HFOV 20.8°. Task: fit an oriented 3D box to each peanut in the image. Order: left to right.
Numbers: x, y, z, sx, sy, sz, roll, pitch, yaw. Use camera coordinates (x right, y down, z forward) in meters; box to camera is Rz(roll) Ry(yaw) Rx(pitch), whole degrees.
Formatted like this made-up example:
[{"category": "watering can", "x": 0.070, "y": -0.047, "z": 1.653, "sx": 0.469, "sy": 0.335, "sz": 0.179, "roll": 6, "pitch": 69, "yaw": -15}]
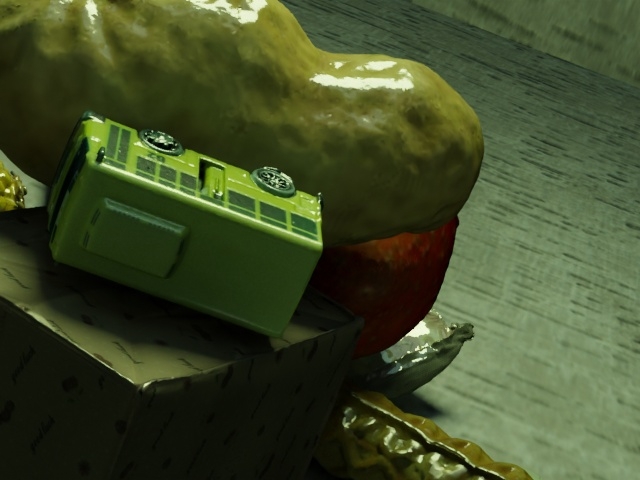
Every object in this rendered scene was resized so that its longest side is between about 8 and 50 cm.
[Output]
[{"category": "peanut", "x": -0.064, "y": -0.095, "z": 1.264, "sx": 0.387, "sy": 0.192, "sz": 0.169, "roll": 16, "pitch": 10, "yaw": -15}]

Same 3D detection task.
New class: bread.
[{"category": "bread", "x": 0.117, "y": 0.201, "z": 1.375, "sx": 0.367, "sy": 0.084, "sz": 0.077, "roll": 26, "pitch": -26, "yaw": 25}]

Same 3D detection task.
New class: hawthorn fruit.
[{"category": "hawthorn fruit", "x": 0.000, "y": 0.000, "z": 1.506, "sx": 0.254, "sy": 0.254, "sz": 0.300, "roll": 32, "pitch": 8, "yaw": 34}]

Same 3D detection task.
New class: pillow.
[{"category": "pillow", "x": 0.013, "y": 0.050, "z": 1.631, "sx": 0.169, "sy": 0.059, "sz": 0.255, "roll": -26, "pitch": 59, "yaw": -26}]

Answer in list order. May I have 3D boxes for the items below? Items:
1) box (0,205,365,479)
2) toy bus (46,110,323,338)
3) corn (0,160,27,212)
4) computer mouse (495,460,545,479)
[{"category": "box", "x": -0.153, "y": 0.102, "z": 1.204, "sx": 0.225, "sy": 0.190, "sz": 0.297, "roll": 29, "pitch": 20, "yaw": 23}, {"category": "toy bus", "x": -0.090, "y": -0.010, "z": 1.148, "sx": 0.175, "sy": 0.088, "sz": 0.101, "roll": 20, "pitch": 25, "yaw": -13}, {"category": "corn", "x": -0.407, "y": -0.050, "z": 1.513, "sx": 0.305, "sy": 0.106, "sz": 0.106, "roll": 10, "pitch": 20, "yaw": -26}, {"category": "computer mouse", "x": 0.175, "y": 0.212, "z": 1.478, "sx": 0.110, "sy": 0.032, "sz": 0.056, "roll": 21, "pitch": 19, "yaw": 2}]
